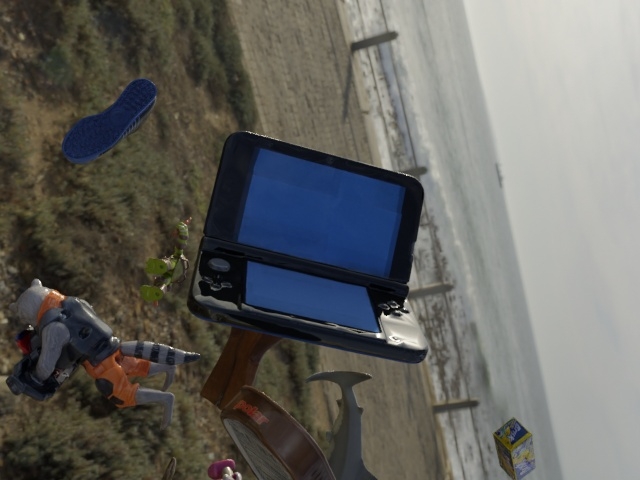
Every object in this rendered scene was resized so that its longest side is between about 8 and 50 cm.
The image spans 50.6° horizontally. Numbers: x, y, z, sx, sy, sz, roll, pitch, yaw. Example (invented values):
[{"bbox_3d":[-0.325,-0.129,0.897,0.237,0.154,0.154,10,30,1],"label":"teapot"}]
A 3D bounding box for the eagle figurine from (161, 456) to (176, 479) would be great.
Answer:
[{"bbox_3d":[-0.210,0.591,1.276,0.298,0.226,0.225,30,18,-16],"label":"eagle figurine"}]

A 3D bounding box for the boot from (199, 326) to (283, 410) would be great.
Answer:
[{"bbox_3d":[-0.149,0.279,1.563,0.096,0.264,0.280,36,74,-49],"label":"boot"}]

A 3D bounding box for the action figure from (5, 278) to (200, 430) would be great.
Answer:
[{"bbox_3d":[-0.402,0.178,1.245,0.330,0.178,0.341,35,14,-15],"label":"action figure"}]

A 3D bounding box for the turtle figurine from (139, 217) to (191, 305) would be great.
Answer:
[{"bbox_3d":[-0.384,0.084,1.710,0.269,0.087,0.217,-62,-179,15],"label":"turtle figurine"}]

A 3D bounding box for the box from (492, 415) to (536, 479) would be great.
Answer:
[{"bbox_3d":[0.399,0.431,1.385,0.054,0.059,0.169,46,-14,41],"label":"box"}]

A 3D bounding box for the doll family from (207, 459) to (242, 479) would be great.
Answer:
[{"bbox_3d":[-0.078,0.393,0.791,0.163,0.118,0.263,42,-60,54],"label":"doll family"}]

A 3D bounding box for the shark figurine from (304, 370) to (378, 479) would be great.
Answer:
[{"bbox_3d":[0.044,0.305,0.956,0.166,0.116,0.278,7,99,-55],"label":"shark figurine"}]

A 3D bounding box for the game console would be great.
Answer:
[{"bbox_3d":[0.000,0.000,0.855,0.250,0.293,0.173,-103,-152,-68],"label":"game console"}]

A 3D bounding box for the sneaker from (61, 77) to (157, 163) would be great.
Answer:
[{"bbox_3d":[-0.415,-0.225,1.351,0.081,0.232,0.090,43,-23,0],"label":"sneaker"}]

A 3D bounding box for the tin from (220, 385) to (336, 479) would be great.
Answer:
[{"bbox_3d":[-0.033,0.207,0.626,0.040,0.106,0.190,-41,135,-23],"label":"tin"}]
